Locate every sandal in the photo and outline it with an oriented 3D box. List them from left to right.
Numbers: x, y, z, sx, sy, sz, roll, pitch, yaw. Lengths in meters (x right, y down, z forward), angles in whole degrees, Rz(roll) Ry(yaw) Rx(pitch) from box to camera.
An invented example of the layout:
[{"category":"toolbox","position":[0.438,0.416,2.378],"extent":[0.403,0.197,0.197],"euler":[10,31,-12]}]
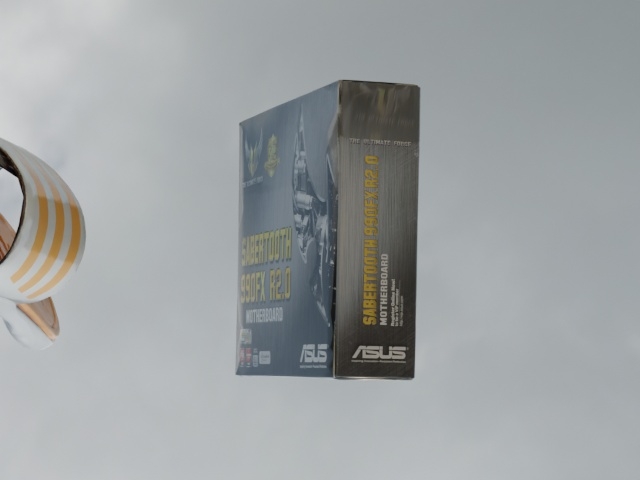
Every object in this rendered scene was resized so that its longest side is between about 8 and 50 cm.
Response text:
[{"category":"sandal","position":[-0.173,-0.009,1.151],"extent":[0.076,0.265,0.102],"euler":[-23,-106,0]}]

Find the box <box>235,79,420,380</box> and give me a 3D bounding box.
[{"category":"box","position":[0.000,0.000,1.302],"extent":[0.056,0.231,0.183],"euler":[1,-93,-18]}]
